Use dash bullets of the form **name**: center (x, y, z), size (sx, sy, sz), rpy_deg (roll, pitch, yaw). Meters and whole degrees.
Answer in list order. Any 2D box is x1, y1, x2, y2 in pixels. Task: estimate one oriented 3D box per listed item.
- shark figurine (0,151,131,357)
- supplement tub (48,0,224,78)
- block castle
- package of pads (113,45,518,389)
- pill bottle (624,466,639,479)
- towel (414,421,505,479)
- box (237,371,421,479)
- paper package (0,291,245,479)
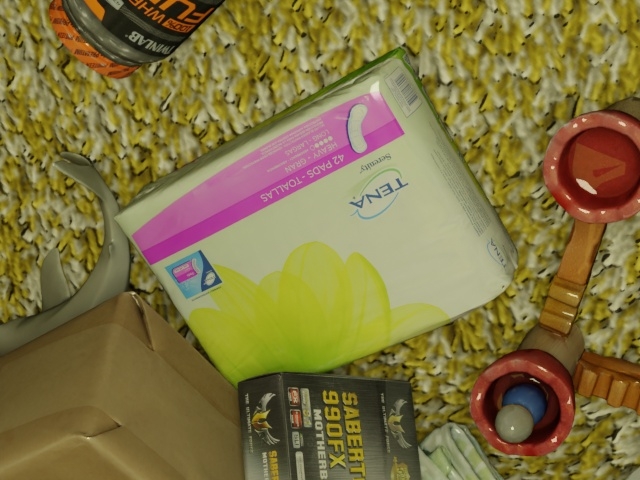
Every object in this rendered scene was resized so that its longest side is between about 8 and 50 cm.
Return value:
- **shark figurine**: center (-0.234, 0.056, 1.197), size (0.166, 0.116, 0.278), rpy_deg (30, 119, -1)
- **supplement tub**: center (-0.132, -0.228, 1.039), size (0.117, 0.117, 0.190), rpy_deg (46, 117, -8)
- **block castle**: center (0.368, 0.085, 0.953), size (0.453, 0.213, 0.303), rpy_deg (20, 113, 15)
- **package of pads**: center (0.000, 0.000, 1.114), size (0.296, 0.101, 0.229), rpy_deg (-27, 104, 24)
- **pill bottle**: center (0.381, 0.340, 1.129), size (0.169, 0.169, 0.301), rpy_deg (-22, 106, 22)
- **towel**: center (0.114, 0.400, 1.193), size (0.320, 0.090, 0.374), rpy_deg (48, 121, 26)
- **box**: center (0.017, 0.235, 1.091), size (0.056, 0.183, 0.231), rpy_deg (-17, 71, 39)
- **paper package**: center (-0.209, 0.246, 1.141), size (0.325, 0.168, 0.309), rpy_deg (-27, 122, 26)
